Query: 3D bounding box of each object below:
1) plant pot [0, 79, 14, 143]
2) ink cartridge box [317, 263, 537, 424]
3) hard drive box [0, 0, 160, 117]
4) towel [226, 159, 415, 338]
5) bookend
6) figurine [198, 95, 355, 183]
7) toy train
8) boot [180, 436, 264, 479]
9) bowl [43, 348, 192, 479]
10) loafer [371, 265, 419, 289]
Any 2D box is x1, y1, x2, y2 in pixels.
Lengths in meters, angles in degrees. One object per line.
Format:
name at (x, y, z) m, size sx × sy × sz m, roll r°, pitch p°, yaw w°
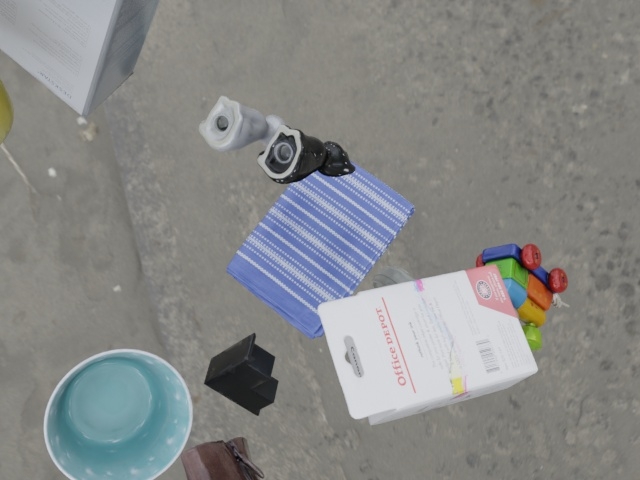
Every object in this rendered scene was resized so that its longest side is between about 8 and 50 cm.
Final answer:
plant pot at (-0.352, -0.141, 0.744) m, size 0.134 × 0.095 × 0.134 m, roll 4°, pitch 55°, yaw -5°
ink cartridge box at (0.092, 0.101, 0.792) m, size 0.198 × 0.067 × 0.115 m, roll -9°, pitch 69°, yaw -24°
hard drive box at (-0.258, -0.255, 0.819) m, size 0.181 × 0.232 × 0.089 m, roll 40°, pitch 60°, yaw -6°
towel at (0.000, 0.000, 1.665) m, size 0.243 × 0.040 × 0.336 m, roll 36°, pitch 82°, yaw 14°
bookend at (-0.143, 0.296, 1.829) m, size 0.157 × 0.156 × 0.072 m, roll -34°, pitch 30°, yaw 37°
figurine at (-0.067, -0.166, 1.425) m, size 0.215 × 0.209 × 0.092 m, roll 29°, pitch 104°, yaw 27°
toy train at (0.351, 0.118, 1.372) m, size 0.105 × 0.248 × 0.143 m, roll -13°, pitch 53°, yaw 42°
boot at (-0.076, 0.268, 0.664) m, size 0.090 × 0.248 × 0.207 m, roll -28°, pitch 77°, yaw 9°
bowl at (-0.453, 0.372, 1.833) m, size 0.311 × 0.163 × 0.311 m, roll -3°, pitch 98°, yaw -23°
loafer at (0.176, 0.131, 1.763) m, size 0.111 × 0.319 × 0.112 m, roll -46°, pitch 107°, yaw -7°
